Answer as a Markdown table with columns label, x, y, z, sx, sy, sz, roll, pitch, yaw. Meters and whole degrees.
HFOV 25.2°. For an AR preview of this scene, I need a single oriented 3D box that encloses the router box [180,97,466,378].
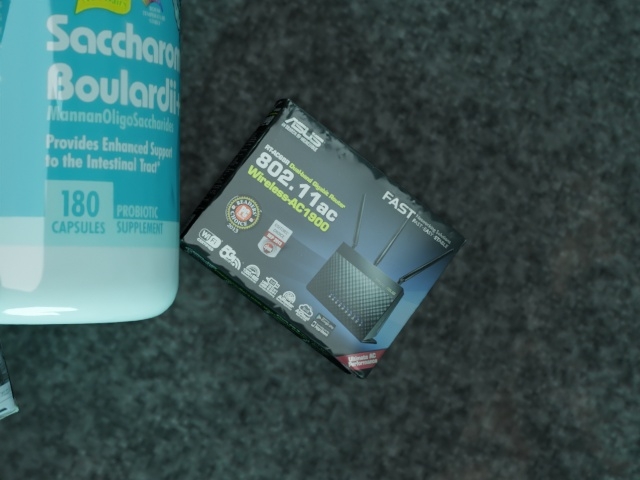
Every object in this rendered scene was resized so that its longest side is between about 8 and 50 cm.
| label | x | y | z | sx | sy | sz | roll | pitch | yaw |
| --- | --- | --- | --- | --- | --- | --- | --- | --- | --- |
| router box | 0.000 | 0.000 | 0.737 | 0.122 | 0.038 | 0.092 | 37 | 81 | -10 |

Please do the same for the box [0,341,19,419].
| label | x | y | z | sx | sy | sz | roll | pitch | yaw |
| --- | --- | --- | --- | --- | --- | --- | --- | --- | --- |
| box | -0.268 | -0.054 | 0.587 | 0.243 | 0.076 | 0.307 | -11 | 93 | 32 |

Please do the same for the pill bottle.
| label | x | y | z | sx | sy | sz | roll | pitch | yaw |
| --- | --- | --- | --- | --- | --- | --- | --- | --- | --- |
| pill bottle | -0.136 | -0.095 | 0.652 | 0.146 | 0.146 | 0.264 | 0 | 90 | -13 |
